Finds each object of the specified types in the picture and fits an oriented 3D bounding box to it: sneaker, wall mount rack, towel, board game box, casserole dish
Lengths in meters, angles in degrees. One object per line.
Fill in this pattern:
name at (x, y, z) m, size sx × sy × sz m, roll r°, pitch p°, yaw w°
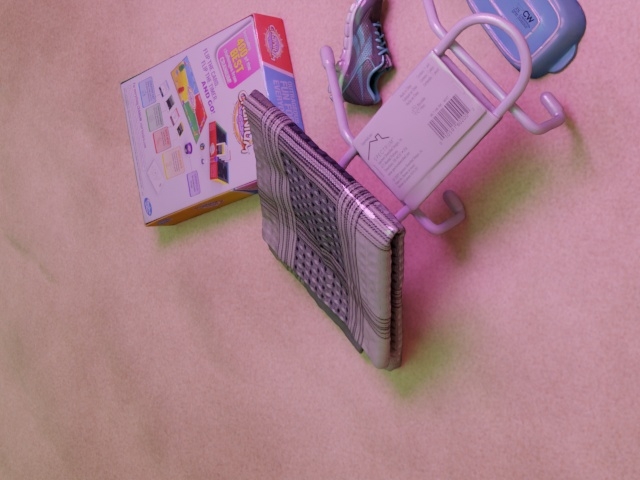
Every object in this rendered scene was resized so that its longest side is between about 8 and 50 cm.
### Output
sneaker at (0.069, -0.258, 1.602) m, size 0.076 × 0.065 × 0.166 m, roll 21°, pitch 109°, yaw 22°
wall mount rack at (0.121, -0.186, 1.460) m, size 0.304 × 0.130 × 0.350 m, roll 49°, pitch 129°, yaw 9°
towel at (0.000, 0.000, 1.551) m, size 0.312 × 0.056 × 0.324 m, roll 45°, pitch 157°, yaw 31°
board game box at (-0.167, -0.174, 1.799) m, size 0.317 × 0.064 × 0.242 m, roll -17°, pitch 80°, yaw 41°
casserole dish at (0.244, -0.286, 1.451) m, size 0.114 × 0.037 × 0.188 m, roll -47°, pitch 63°, yaw 33°
